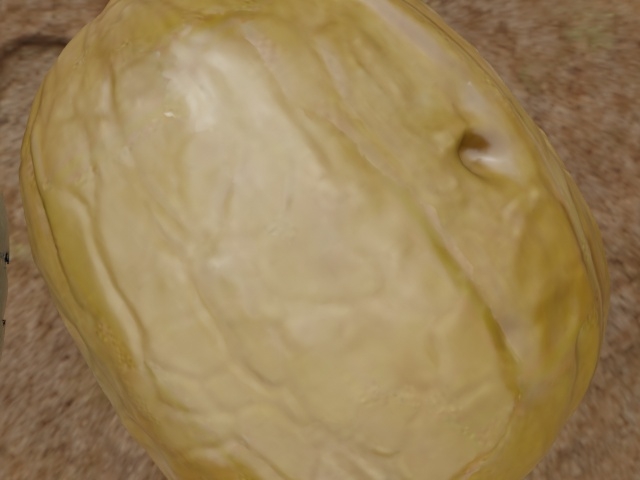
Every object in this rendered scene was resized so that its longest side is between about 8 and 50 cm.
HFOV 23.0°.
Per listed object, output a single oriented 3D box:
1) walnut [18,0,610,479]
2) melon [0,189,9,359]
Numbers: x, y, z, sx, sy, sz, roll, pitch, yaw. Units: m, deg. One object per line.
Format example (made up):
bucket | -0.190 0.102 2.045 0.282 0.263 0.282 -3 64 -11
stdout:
walnut | 0.000 0.000 0.555 0.193 0.193 0.226 -29 90 6
melon | -0.310 0.046 0.867 0.268 0.268 0.330 15 73 0
